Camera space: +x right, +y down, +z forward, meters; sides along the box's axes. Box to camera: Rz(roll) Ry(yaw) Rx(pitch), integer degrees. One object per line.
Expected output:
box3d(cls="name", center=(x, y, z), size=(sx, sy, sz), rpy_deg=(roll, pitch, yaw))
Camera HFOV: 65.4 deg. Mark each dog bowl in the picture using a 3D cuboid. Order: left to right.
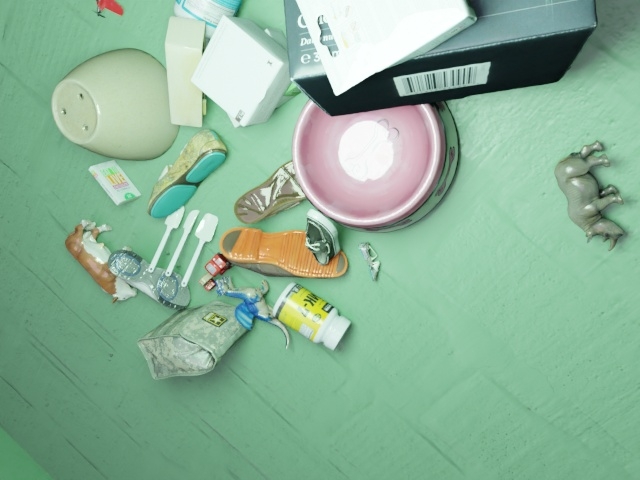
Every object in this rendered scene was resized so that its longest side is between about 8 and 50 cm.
box3d(cls="dog bowl", center=(0.114, -0.210, 1.173), size=(0.408, 0.150, 0.408), rpy_deg=(2, 98, 16))

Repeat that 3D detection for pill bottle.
box3d(cls="pill bottle", center=(-0.272, -0.610, 1.243), size=(0.146, 0.146, 0.264), rpy_deg=(40, 118, 6))
box3d(cls="pill bottle", center=(-0.024, 0.222, 1.445), size=(0.208, 0.119, 0.119), rpy_deg=(31, 117, 10))

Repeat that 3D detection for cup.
box3d(cls="cup", center=(-0.606, -0.373, 1.420), size=(0.331, 0.237, 0.331), rpy_deg=(8, 112, 21))

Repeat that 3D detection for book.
box3d(cls="book", center=(-0.654, -0.182, 1.586), size=(0.035, 0.096, 0.144), rpy_deg=(-39, 90, 29))

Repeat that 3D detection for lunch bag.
box3d(cls="lunch bag", center=(-0.375, 0.301, 1.557), size=(0.287, 0.235, 0.169), rpy_deg=(-12, 104, 26))

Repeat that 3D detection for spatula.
box3d(cls="spatula", center=(-0.430, 0.011, 1.548), size=(0.168, 0.019, 0.242), rpy_deg=(23, 88, 9))

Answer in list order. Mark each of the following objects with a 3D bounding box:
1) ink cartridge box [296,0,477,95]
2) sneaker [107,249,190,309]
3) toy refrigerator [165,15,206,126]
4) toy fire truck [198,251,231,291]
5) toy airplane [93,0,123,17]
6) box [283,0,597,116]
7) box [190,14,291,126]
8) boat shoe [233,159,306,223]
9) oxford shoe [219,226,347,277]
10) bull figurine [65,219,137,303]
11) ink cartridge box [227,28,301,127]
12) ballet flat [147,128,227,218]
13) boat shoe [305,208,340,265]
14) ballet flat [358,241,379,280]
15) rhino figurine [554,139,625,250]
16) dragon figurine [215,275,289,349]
box3d(cls="ink cartridge box", center=(0.094, -0.361, 0.766), size=(0.232, 0.066, 0.189), rpy_deg=(-23, 88, 37))
box3d(cls="sneaker", center=(-0.555, 0.125, 1.627), size=(0.297, 0.111, 0.129), rpy_deg=(39, 157, -23))
box3d(cls="toy refrigerator", center=(-0.338, -0.423, 1.283), size=(0.094, 0.102, 0.269), rpy_deg=(5, 150, -11))
box3d(cls="toy fire truck", center=(-0.326, 0.098, 1.521), size=(0.135, 0.192, 0.047), rpy_deg=(-44, 88, 1))
box3d(cls="toy airplane", center=(-0.616, -0.712, 1.423), size=(0.151, 0.028, 0.151), rpy_deg=(8, 110, 22))
box3d(cls="box", center=(0.188, -0.518, 0.902), size=(0.479, 0.297, 0.472), rpy_deg=(-5, 89, 15))
box3d(cls="box", center=(-0.175, -0.400, 1.184), size=(0.182, 0.119, 0.181), rpy_deg=(41, 118, 5))
box3d(cls="boat shoe", center=(-0.093, -0.140, 1.363), size=(0.302, 0.098, 0.109), rpy_deg=(-30, 89, 10))
box3d(cls="oxford shoe", center=(-0.100, 0.047, 1.436), size=(0.363, 0.130, 0.133), rpy_deg=(12, 156, 8))
box3d(cls="bull figurine", center=(-0.742, 0.069, 1.713), size=(0.310, 0.101, 0.188), rpy_deg=(43, 112, -2))
box3d(cls="ink cartridge box", center=(-0.163, -0.415, 1.295), size=(0.219, 0.092, 0.160), rpy_deg=(-26, 96, 28))
box3d(cls="ballet flat", center=(-0.406, -0.200, 1.476), size=(0.348, 0.123, 0.123), rpy_deg=(-38, 91, 30))
box3d(cls="boat shoe", center=(0.000, 0.000, 1.270), size=(0.077, 0.070, 0.219), rpy_deg=(30, 162, 26))
box3d(cls="ballet flat", center=(0.140, 0.056, 1.363), size=(0.041, 0.041, 0.114), rpy_deg=(-18, 101, 27))
box3d(cls="rhino figurine", center=(0.596, -0.087, 1.097), size=(0.106, 0.073, 0.243), rpy_deg=(-20, 100, 24))
box3d(cls="dragon figurine", center=(-0.204, 0.213, 1.534), size=(0.144, 0.085, 0.289), rpy_deg=(-25, 106, 29))
